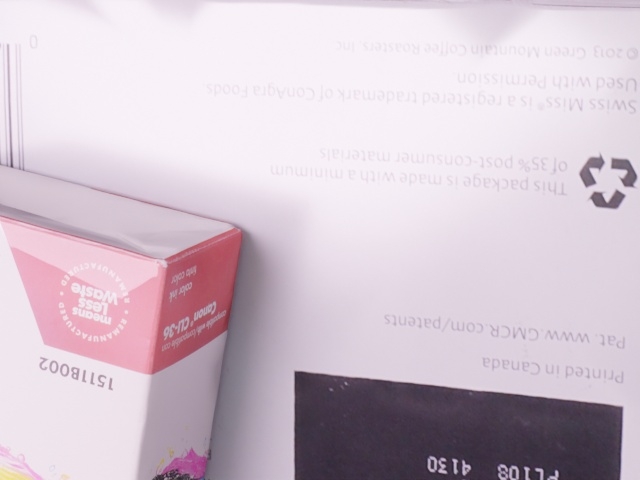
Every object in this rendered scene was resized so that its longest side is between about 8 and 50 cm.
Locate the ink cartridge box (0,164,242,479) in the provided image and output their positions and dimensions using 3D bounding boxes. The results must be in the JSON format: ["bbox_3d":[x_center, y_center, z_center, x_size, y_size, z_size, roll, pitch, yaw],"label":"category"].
[{"bbox_3d":[-0.105,0.082,0.557,0.115,0.067,0.198,14,106,17],"label":"ink cartridge box"}]

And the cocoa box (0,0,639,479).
[{"bbox_3d":[0.000,0.000,0.661,0.347,0.228,0.232,5,103,20],"label":"cocoa box"}]
